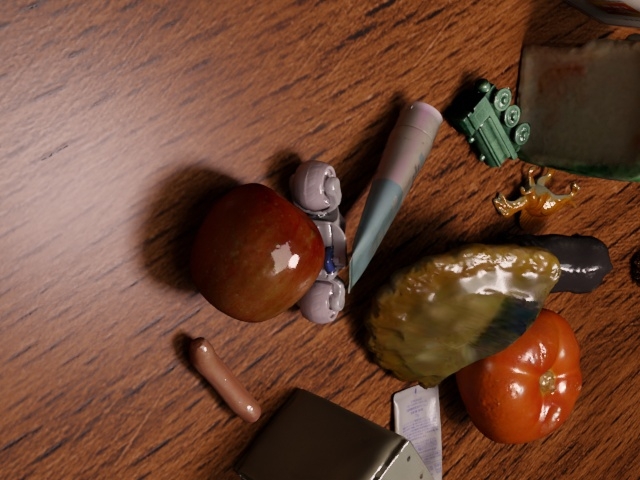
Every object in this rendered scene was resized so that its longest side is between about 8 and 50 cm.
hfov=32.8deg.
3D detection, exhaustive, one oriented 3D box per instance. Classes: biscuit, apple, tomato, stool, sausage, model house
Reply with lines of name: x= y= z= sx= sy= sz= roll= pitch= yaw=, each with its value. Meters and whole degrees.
biscuit: x=0.226 y=0.135 z=1.787 sx=0.329 sy=0.078 sz=0.335 roll=-8 pitch=138 yaw=-12
apple: x=-0.086 y=0.016 z=1.483 sx=0.168 sy=0.181 sz=0.181 roll=-50 pitch=135 yaw=10
tomato: x=0.351 y=0.233 z=1.957 sx=0.259 sy=0.180 sz=0.260 roll=-13 pitch=109 yaw=-42
stool: x=0.049 y=0.397 z=1.675 sx=0.170 sy=0.243 sz=0.270 roll=-50 pitch=131 yaw=-20
sausage: x=-0.141 y=0.202 z=1.574 sx=0.043 sy=0.043 sz=0.186 roll=-50 pitch=132 yaw=-21
model house: x=0.544 y=-0.238 z=1.904 sx=0.280 sy=0.312 sz=0.245 roll=-5 pitch=104 yaw=-41

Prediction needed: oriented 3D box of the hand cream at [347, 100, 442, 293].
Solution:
hand cream: x=0.105 y=-0.071 z=1.652 sx=0.111 sy=0.070 sz=0.312 roll=91 pitch=20 yaw=-65

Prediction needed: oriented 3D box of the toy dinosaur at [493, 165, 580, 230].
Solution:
toy dinosaur: x=0.410 y=-0.063 z=2.011 sx=0.142 sy=0.057 sz=0.212 roll=-51 pitch=131 yaw=-5

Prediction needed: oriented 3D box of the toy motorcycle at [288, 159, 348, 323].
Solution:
toy motorcycle: x=0.000 y=0.000 z=1.621 sx=0.112 sy=0.112 sz=0.254 roll=-20 pitch=117 yaw=-38

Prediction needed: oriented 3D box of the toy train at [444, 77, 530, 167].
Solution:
toy train: x=0.286 y=-0.194 z=1.843 sx=0.111 sy=0.071 sz=0.170 roll=-47 pitch=132 yaw=-10

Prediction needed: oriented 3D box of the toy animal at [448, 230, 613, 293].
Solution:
toy animal: x=0.348 y=0.039 z=1.906 sx=0.343 sy=0.168 sz=0.106 roll=0 pitch=98 yaw=-27

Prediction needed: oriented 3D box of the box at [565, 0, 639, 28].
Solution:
box: x=0.501 y=-0.450 z=1.863 sx=0.330 sy=0.210 sz=0.095 roll=15 pitch=93 yaw=-44

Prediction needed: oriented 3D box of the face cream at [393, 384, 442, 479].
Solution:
face cream: x=0.174 y=0.366 z=1.926 sx=0.114 sy=0.070 sz=0.224 roll=-11 pitch=98 yaw=-42

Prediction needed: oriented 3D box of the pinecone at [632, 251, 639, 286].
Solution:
pinecone: x=0.700 y=0.064 z=2.315 sx=0.077 sy=0.077 sz=0.083 roll=-40 pitch=151 yaw=-28
